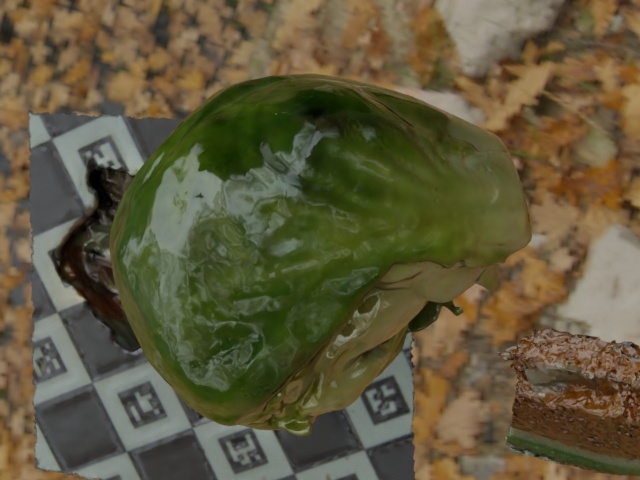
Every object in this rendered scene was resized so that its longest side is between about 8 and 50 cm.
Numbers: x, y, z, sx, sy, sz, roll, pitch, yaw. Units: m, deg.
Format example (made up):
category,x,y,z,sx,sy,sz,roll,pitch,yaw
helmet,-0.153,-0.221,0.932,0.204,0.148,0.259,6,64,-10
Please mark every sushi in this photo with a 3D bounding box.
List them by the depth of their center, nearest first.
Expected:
category,x,y,z,sx,sy,sz,roll,pitch,yaw
sushi,-0.063,0.048,1.154,0.292,0.059,0.294,6,107,14

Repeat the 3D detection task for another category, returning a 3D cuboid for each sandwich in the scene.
category,x,y,z,sx,sy,sz,roll,pitch,yaw
sandwich,0.244,0.141,1.328,0.235,0.159,0.079,6,68,30

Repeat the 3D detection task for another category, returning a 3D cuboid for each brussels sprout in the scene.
category,x,y,z,sx,sy,sz,roll,pitch,yaw
brussels sprout,-0.005,-0.006,0.709,0.183,0.131,0.145,-37,83,-13
